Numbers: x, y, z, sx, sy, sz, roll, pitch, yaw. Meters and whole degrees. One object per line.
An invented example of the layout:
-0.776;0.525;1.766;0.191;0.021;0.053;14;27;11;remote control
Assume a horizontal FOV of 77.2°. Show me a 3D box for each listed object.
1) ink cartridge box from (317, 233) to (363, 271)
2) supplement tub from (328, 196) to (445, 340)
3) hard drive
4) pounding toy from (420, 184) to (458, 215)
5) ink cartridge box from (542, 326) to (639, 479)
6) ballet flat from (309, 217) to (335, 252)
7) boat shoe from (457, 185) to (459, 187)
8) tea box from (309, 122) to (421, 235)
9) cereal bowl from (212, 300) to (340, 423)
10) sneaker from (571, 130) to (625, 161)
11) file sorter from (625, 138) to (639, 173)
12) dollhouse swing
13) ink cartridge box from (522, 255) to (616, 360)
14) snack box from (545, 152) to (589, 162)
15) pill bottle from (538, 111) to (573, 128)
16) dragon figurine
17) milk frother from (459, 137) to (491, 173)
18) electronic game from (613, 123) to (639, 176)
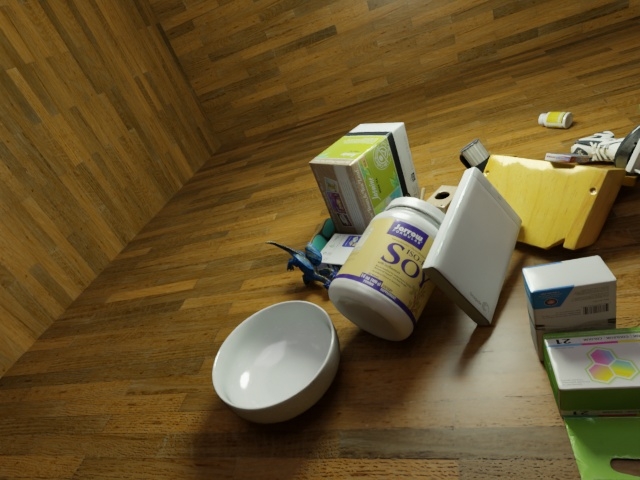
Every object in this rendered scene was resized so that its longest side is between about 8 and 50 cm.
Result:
0.153;0.053;1.369;0.332;0.065;0.165;3;40;39;ink cartridge box
0.198;0.072;1.079;0.241;0.241;0.331;11;58;44;supplement tub
0.410;0.006;1.048;0.047;0.233;0.353;-20;32;56;hard drive
0.395;-0.096;1.321;0.094;0.181;0.206;15;47;46;pounding toy
0.532;0.288;0.714;0.188;0.097;0.255;-11;32;20;ink cartridge box
0.000;0.000;1.566;0.073;0.080;0.232;-35;15;41;ballet flat
0.509;-0.169;1.475;0.184;0.063;0.066;-10;33;22;boat shoe
0.182;-0.228;1.527;0.220;0.329;0.323;16;49;46;tea box
-0.099;0.323;1.039;0.338;0.141;0.339;-17;30;10;cereal bowl
0.940;-0.298;1.359;0.153;0.094;0.235;-15;31;16;sneaker
1.027;-0.245;1.050;0.277;0.193;0.173;-4;34;-5;file sorter
0.726;-0.117;1.255;0.347;0.305;0.315;27;98;52;dollhouse swing
0.519;0.148;0.839;0.148;0.203;0.086;-12;30;18;ink cartridge box
0.717;-0.240;1.160;0.178;0.022;0.064;-11;24;-41;snack box
0.985;-0.507;1.682;0.065;0.065;0.116;-35;33;-20;pill bottle
-0.048;0.068;1.347;0.085;0.289;0.144;-43;-2;-33;dragon figurine
0.582;-0.292;1.547;0.143;0.135;0.129;-41;4;-32;milk frother
0.986;-0.282;1.174;0.229;0.229;0.048;-18;47;9;electronic game
